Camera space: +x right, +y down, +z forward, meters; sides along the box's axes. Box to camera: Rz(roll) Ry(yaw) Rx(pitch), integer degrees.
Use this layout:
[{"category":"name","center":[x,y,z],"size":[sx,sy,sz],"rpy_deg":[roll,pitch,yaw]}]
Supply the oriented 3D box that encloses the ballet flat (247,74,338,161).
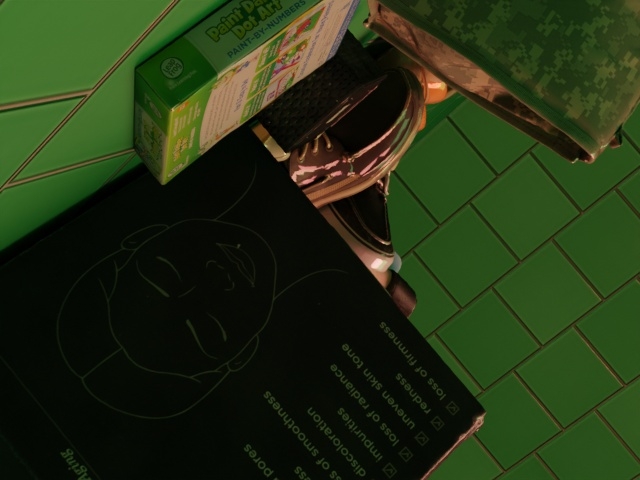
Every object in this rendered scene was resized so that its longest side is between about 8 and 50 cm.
[{"category":"ballet flat","center":[-0.044,-0.149,1.564],"size":[0.232,0.073,0.080],"rpy_deg":[-40,176,1]}]

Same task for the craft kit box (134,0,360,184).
[{"category":"craft kit box","center":[-0.071,-0.175,1.162],"size":[0.246,0.061,0.250],"rpy_deg":[-42,177,-16]}]

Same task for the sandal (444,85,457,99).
[{"category":"sandal","center":[0.245,-0.330,2.069],"size":[0.086,0.120,0.303],"rpy_deg":[-17,162,-43]}]

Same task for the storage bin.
[{"category":"storage bin","center":[-0.004,-0.181,1.408],"size":[0.122,0.084,0.180],"rpy_deg":[-40,180,19]}]

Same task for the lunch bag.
[{"category":"lunch bag","center":[0.225,-0.241,1.191],"size":[0.235,0.287,0.169],"rpy_deg":[-54,176,-2]}]

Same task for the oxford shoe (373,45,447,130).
[{"category":"oxford shoe","center":[0.098,-0.237,1.874],"size":[0.132,0.130,0.364],"rpy_deg":[-14,173,-6]}]

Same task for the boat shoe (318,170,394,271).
[{"category":"boat shoe","center":[0.050,-0.090,1.764],"size":[0.113,0.306,0.105],"rpy_deg":[22,123,-37]}]

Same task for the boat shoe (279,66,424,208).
[{"category":"boat shoe","center":[-0.013,-0.119,1.657],"size":[0.355,0.132,0.130],"rpy_deg":[-38,151,20]}]

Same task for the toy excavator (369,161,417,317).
[{"category":"toy excavator","center":[0.000,0.000,1.990],"size":[0.433,0.222,0.445],"rpy_deg":[-46,-157,0]}]

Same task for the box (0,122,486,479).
[{"category":"box","center":[-0.158,0.196,1.376],"size":[0.471,0.480,0.297],"rpy_deg":[-37,176,-37]}]
